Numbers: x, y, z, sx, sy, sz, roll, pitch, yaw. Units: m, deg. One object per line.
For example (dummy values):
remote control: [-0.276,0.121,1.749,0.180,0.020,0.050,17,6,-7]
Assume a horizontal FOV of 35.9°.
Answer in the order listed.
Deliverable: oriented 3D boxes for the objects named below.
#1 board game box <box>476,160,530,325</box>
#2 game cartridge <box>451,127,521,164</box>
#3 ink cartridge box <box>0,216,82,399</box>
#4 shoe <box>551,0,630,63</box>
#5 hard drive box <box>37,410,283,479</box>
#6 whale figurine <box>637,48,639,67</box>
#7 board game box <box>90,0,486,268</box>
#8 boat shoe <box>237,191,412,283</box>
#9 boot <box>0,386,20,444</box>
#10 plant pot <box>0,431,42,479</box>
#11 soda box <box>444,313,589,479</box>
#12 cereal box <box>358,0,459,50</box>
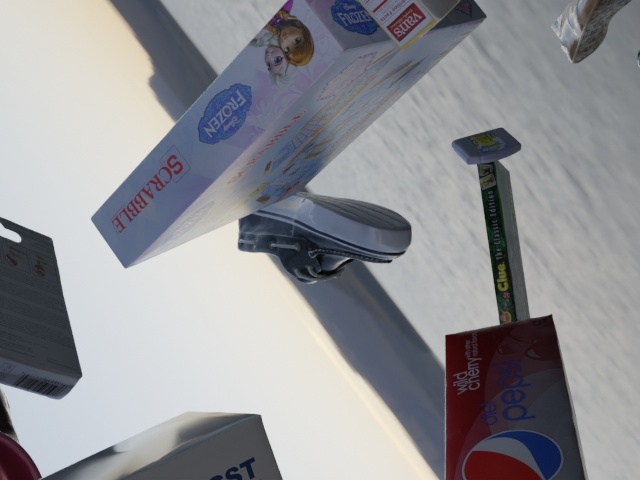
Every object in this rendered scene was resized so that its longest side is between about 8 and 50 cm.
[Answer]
board game box: [0.264,0.015,1.410,0.136,0.030,0.260,19,-117,-66]
game cartridge: [0.226,-0.127,1.338,0.056,0.083,0.017,-124,24,-44]
ink cartridge box: [-0.390,0.067,1.188,0.189,0.066,0.232,29,-156,-46]
shoe: [0.309,-0.273,1.130,0.058,0.076,0.219,58,171,13]
hard drive box: [-0.083,0.222,0.460,0.089,0.181,0.232,-14,96,57]
whale figurine: [0.471,-0.160,1.033,0.272,0.141,0.216,3,161,38]
board game box: [-0.023,-0.124,0.964,0.066,0.318,0.318,53,-148,6]
boat shoe: [0.000,0.000,1.332,0.121,0.119,0.335,3,-172,-35]
boot: [-0.490,0.226,1.401,0.248,0.090,0.207,160,92,-72]
plant pot: [-0.394,0.278,0.953,0.201,0.180,0.202,14,-107,-52]
soda box: [0.127,0.152,0.626,0.263,0.083,0.092,-75,-31,-65]
cereal box: [0.029,-0.272,0.728,0.240,0.047,0.173,47,-136,-8]
